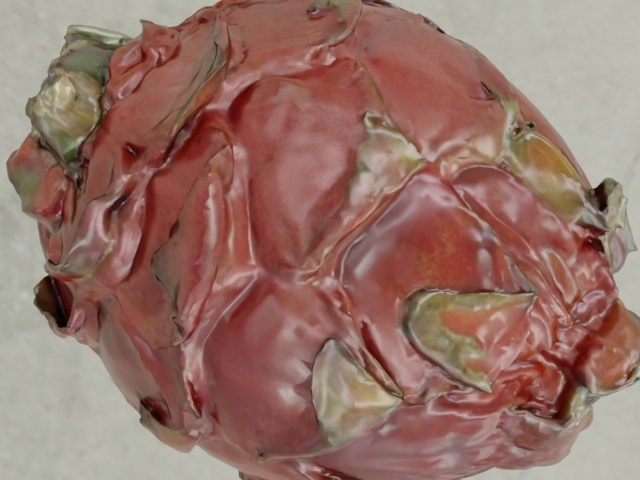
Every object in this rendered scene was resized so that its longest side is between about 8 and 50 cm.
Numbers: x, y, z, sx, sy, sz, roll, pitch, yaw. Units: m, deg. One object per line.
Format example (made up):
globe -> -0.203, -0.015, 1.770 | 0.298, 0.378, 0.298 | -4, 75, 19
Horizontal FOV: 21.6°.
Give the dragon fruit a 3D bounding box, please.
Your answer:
dragon fruit -> 0.000, 0.000, 0.892 | 0.342, 0.277, 0.277 | 31, 96, -7
